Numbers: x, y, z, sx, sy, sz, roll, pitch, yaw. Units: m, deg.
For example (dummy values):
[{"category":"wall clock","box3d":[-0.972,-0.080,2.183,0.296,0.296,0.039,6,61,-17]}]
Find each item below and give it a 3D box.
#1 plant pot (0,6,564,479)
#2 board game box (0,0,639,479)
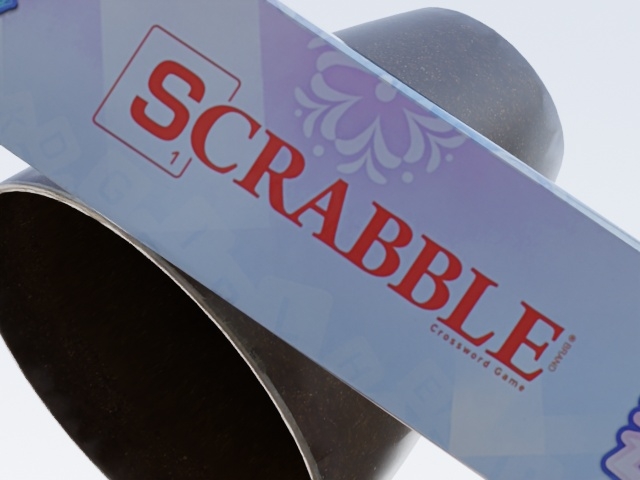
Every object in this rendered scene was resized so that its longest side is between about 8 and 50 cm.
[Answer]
[{"category":"plant pot","box3d":[0.000,0.000,0.902,0.230,0.215,0.215,-40,-29,-29]},{"category":"board game box","box3d":[0.005,-0.018,0.584,0.066,0.318,0.319,-56,-6,4]}]
